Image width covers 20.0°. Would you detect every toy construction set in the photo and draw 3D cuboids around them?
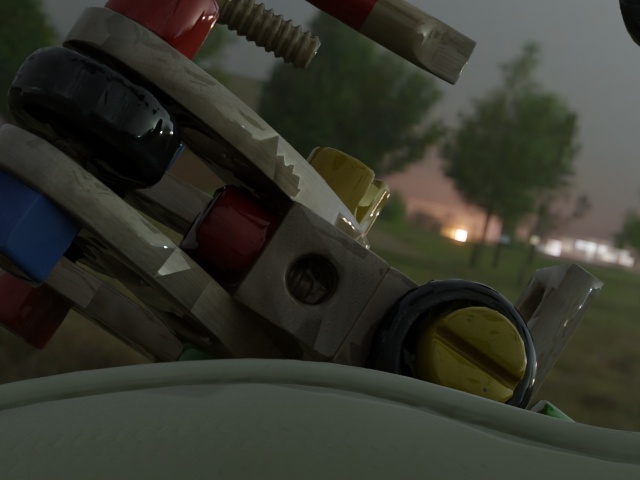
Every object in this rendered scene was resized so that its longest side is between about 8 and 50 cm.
[{"bbox_3d":[0.000,0.000,0.718,0.237,0.309,0.257,30,-38,-2],"label":"toy construction set"}]

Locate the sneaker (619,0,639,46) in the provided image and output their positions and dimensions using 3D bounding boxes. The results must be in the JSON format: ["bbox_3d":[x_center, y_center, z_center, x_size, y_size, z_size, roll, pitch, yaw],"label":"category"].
[{"bbox_3d":[0.197,-0.197,0.908,0.078,0.234,0.106,18,-3,1],"label":"sneaker"}]

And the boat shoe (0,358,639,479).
[{"bbox_3d":[0.048,0.095,0.339,0.340,0.113,0.127,-3,31,-5],"label":"boat shoe"}]
